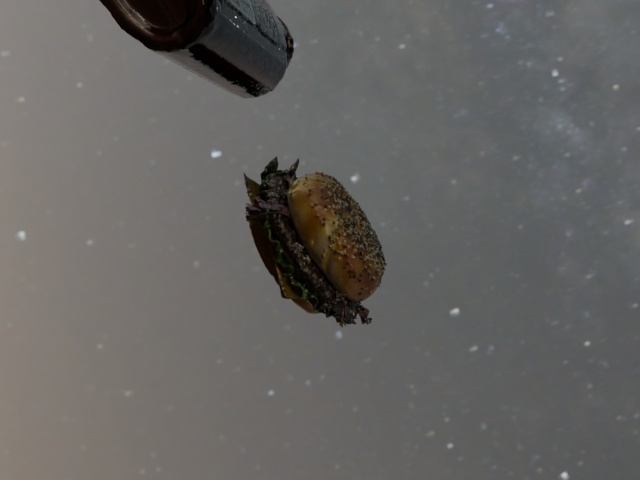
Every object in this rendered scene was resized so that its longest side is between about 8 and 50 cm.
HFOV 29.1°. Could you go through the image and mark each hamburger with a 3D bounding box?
[{"bbox_3d":[-0.002,-0.003,1.213,0.093,0.164,0.189,-32,-105,14],"label":"hamburger"}]

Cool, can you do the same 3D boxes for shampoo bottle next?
[{"bbox_3d":[-0.089,-0.180,0.979,0.129,0.084,0.323,57,8,5],"label":"shampoo bottle"}]
